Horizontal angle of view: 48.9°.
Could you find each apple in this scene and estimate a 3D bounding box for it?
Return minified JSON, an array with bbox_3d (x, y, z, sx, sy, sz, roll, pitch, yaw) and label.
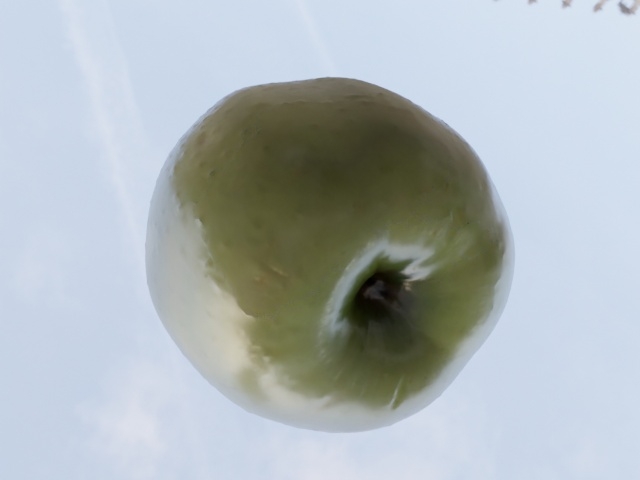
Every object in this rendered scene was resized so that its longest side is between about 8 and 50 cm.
[{"bbox_3d":[0.000,0.000,0.530,0.279,0.279,0.279,7,-118,-13],"label":"apple"}]
